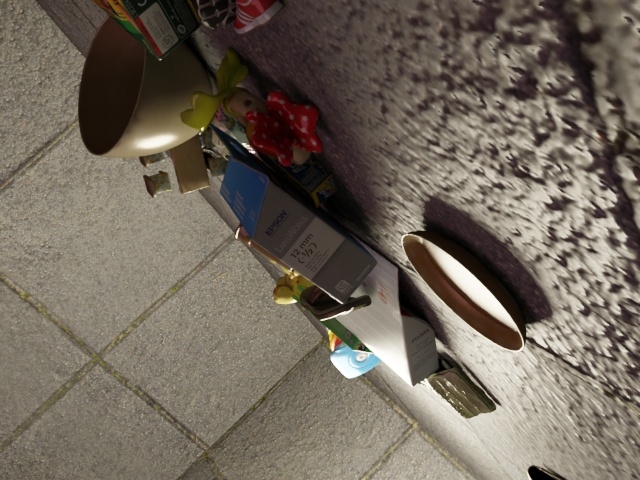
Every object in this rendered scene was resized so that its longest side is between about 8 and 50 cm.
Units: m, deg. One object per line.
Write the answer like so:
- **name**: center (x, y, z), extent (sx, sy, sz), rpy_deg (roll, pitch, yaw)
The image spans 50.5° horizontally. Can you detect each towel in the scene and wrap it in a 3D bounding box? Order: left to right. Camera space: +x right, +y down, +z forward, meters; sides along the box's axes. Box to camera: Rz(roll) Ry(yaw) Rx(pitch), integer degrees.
- **towel**: center (0.322, 0.354, 1.567), extent (0.148, 0.027, 0.110), rpy_deg (43, 140, -7)

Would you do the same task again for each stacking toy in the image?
- **stacking toy**: center (0.081, 0.291, 2.277), extent (0.165, 0.175, 0.302), rpy_deg (55, -178, -39)

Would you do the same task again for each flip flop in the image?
- **flip flop**: center (0.021, 0.119, 1.536), extent (0.277, 0.112, 0.080), rpy_deg (-166, 62, -70)

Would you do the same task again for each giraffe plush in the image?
- **giraffe plush**: center (-0.077, 0.097, 2.106), extent (0.210, 0.181, 0.170), rpy_deg (-128, 20, -68)

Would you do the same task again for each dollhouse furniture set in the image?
- **dollhouse furniture set**: center (-0.310, -0.228, 1.572), extent (0.161, 0.212, 0.242), rpy_deg (33, 137, 61)

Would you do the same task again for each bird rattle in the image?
- **bird rattle**: center (-0.082, -0.194, 1.091), extent (0.254, 0.143, 0.207), rpy_deg (27, 174, 28)

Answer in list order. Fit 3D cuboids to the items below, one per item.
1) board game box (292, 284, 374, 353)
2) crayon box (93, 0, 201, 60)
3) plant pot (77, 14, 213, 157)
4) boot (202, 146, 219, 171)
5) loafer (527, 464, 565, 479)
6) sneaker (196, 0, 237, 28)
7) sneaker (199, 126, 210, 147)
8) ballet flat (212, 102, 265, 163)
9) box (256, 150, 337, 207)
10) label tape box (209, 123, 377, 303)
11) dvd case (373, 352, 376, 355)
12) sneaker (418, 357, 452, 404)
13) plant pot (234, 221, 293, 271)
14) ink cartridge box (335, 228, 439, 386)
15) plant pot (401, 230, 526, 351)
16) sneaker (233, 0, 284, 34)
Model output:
- **board game box**: center (0.088, 0.225, 1.883), extent (0.214, 0.046, 0.317), rpy_deg (17, -169, -38)
- **crayon box**: center (-0.365, -0.488, 1.010), extent (0.313, 0.106, 0.363), rpy_deg (42, 170, 29)
- **plant pot**: center (-0.324, -0.288, 1.325), extent (0.191, 0.284, 0.284), rpy_deg (7, -159, -41)
- **boot**: center (-0.414, -0.299, 2.140), extent (0.190, 0.076, 0.208), rpy_deg (36, -174, -37)
- **loafer**: center (0.541, 0.585, 1.538), extent (0.084, 0.096, 0.267), rpy_deg (53, 173, -2)
- **sneaker**: center (-0.136, -0.335, 0.826), extent (0.071, 0.068, 0.170), rpy_deg (59, 169, 30)
- **sneaker**: center (-0.372, -0.324, 1.810), extent (0.226, 0.086, 0.163), rpy_deg (39, 165, 36)
- **ballet flat**: center (-0.186, -0.214, 1.455), extent (0.077, 0.079, 0.221), rpy_deg (41, 169, 35)
- **box**: center (-0.048, -0.137, 1.237), extent (0.169, 0.054, 0.059), rpy_deg (43, 170, 26)
- **label tape box**: center (-0.085, -0.055, 1.262), extent (0.348, 0.115, 0.249), rpy_deg (35, -173, -31)
- **dvd case**: center (0.202, 0.273, 1.682), extent (0.087, 0.119, 0.013), rpy_deg (-162, 59, -73)
- **sneaker**: center (0.267, 0.312, 1.682), extent (0.229, 0.086, 0.132), rpy_deg (26, 155, 38)
- **plant pot**: center (-0.096, -0.019, 1.676), extent (0.165, 0.167, 0.167), rpy_deg (37, 170, 8)
- **ink cartridge box**: center (0.123, 0.109, 1.538), extent (0.308, 0.091, 0.385), rpy_deg (39, 151, 43)
- **plant pot**: center (0.213, 0.067, 0.994), extent (0.236, 0.032, 0.236), rpy_deg (45, 170, 10)
- **sneaker**: center (-0.092, -0.290, 0.819), extent (0.067, 0.042, 0.118), rpy_deg (46, 164, -23)
